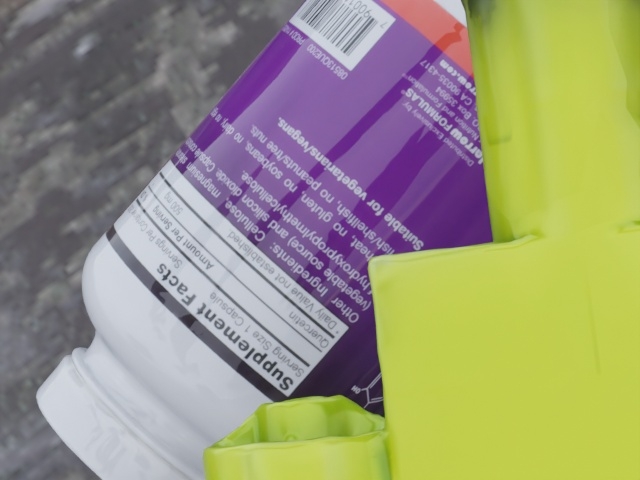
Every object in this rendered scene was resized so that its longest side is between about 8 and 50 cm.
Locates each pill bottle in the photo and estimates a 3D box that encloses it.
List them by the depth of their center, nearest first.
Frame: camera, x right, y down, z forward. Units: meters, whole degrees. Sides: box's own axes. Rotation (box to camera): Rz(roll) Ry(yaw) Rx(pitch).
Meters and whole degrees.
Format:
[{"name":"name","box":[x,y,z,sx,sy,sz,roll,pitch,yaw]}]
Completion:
[{"name":"pill bottle","box":[0.000,0.000,0.968,0.323,0.181,0.181,-49,35,3]}]

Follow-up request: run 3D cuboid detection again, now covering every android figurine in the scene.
[{"name":"android figurine","box":[0.100,0.077,0.323,0.248,0.272,0.056,-6,-3,19]}]
